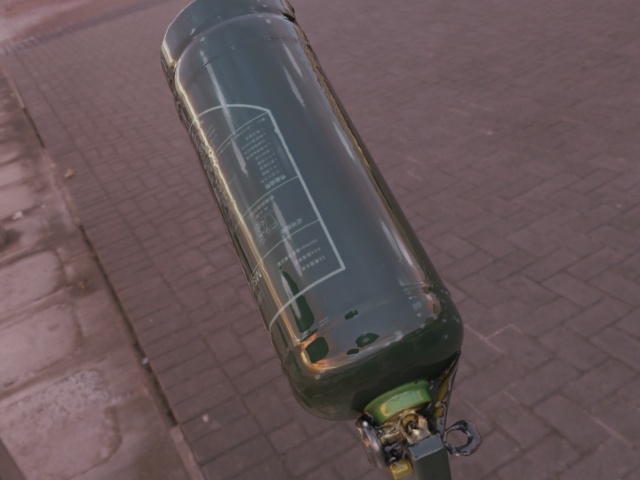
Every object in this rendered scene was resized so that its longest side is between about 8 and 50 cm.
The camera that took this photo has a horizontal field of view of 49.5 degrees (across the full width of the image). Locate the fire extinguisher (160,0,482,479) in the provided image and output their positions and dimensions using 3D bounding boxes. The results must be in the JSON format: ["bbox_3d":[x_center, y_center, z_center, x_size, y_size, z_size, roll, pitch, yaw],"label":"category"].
[{"bbox_3d":[0.000,0.000,0.388,0.095,0.114,0.311,-21,62,-10],"label":"fire extinguisher"}]
